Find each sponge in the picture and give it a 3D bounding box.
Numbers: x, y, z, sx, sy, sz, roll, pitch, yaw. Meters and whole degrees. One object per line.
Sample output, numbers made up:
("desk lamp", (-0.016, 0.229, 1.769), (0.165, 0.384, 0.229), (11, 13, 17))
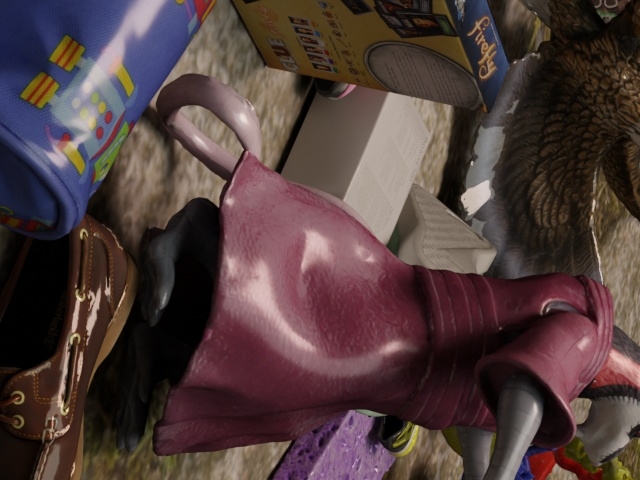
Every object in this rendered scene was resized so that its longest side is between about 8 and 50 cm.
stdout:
("sponge", (0.024, 0.161, 1.579), (0.210, 0.031, 0.117), (-56, 149, -38))

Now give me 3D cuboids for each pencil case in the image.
("pencil case", (-0.112, -0.152, 1.009), (0.119, 0.133, 0.306), (105, 12, -64))

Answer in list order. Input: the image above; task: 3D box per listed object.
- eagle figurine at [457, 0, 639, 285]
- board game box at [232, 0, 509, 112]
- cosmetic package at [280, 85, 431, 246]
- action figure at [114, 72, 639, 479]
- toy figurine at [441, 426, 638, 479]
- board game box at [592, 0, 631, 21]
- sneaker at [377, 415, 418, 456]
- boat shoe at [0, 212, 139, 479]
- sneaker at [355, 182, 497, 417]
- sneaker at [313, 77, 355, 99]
("eagle figurine", (0.239, -0.097, 1.683), (0.225, 0.226, 0.298), (-91, -163, -50))
("board game box", (0.011, -0.172, 1.212), (0.042, 0.165, 0.243), (-67, 155, -21))
("cosmetic package", (0.000, 0.000, 1.405), (0.239, 0.060, 0.099), (-67, 152, -19))
("action figure", (0.063, 0.059, 1.250), (0.248, 0.370, 0.276), (152, -60, -77))
("toy figurine", (0.150, 0.255, 1.712), (0.217, 0.191, 0.362), (-55, 160, -4))
("board game box", (0.338, -0.264, 1.901), (0.232, 0.141, 0.291), (-16, 117, -63))
("sneaker", (0.068, 0.129, 1.581), (0.035, 0.031, 0.083), (33, 70, -61))
("boat shoe", (-0.163, 0.080, 1.088), (0.073, 0.073, 0.207), (51, 50, -59))
("sneaker", (0.055, 0.048, 1.539), (0.151, 0.094, 0.256), (-52, -178, 16))
("sneaker", (0.006, -0.156, 1.371), (0.057, 0.047, 0.119), (0, 103, -43))
